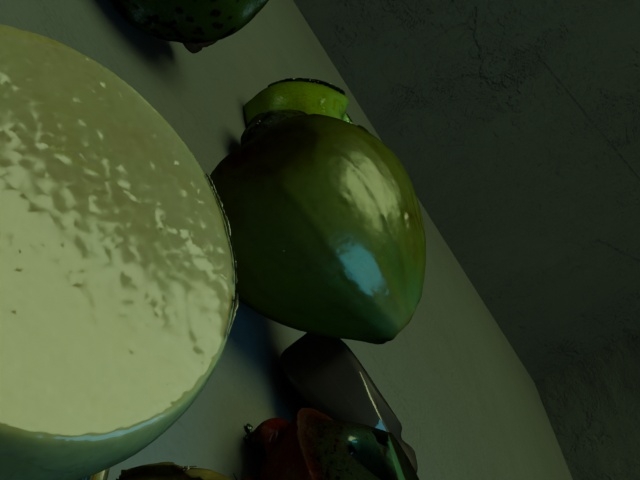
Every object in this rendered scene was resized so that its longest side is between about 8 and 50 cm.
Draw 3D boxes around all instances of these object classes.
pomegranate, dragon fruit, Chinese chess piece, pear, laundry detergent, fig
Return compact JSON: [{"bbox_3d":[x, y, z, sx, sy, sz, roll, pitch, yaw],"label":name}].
[{"bbox_3d":[-0.066,-0.123,1.254,0.125,0.163,0.138,12,28,-14],"label":"pomegranate"},{"bbox_3d":[-0.174,-0.376,1.121,0.270,0.254,0.254,86,-13,-53],"label":"pomegranate"},{"bbox_3d":[0.032,0.270,0.723,0.268,0.130,0.295,57,12,-35],"label":"dragon fruit"},{"bbox_3d":[-0.164,0.006,0.443,0.251,0.097,0.251,28,45,-33],"label":"Chinese chess piece"},{"bbox_3d":[0.004,-0.134,1.411,0.292,0.159,0.292,54,17,-25],"label":"pear"},{"bbox_3d":[0.055,0.220,0.930,0.237,0.076,0.171,57,-9,-18],"label":"laundry detergent"},{"bbox_3d":[0.000,0.000,0.910,0.271,0.239,0.239,56,12,15],"label":"fig"}]

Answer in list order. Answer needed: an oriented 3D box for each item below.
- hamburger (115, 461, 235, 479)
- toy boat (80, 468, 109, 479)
[{"bbox_3d":[-0.050,0.243,0.453,0.262,0.131,0.124,68,15,13],"label":"hamburger"},{"bbox_3d":[-0.160,0.081,0.531,0.084,0.066,0.210,3,61,-28],"label":"toy boat"}]
